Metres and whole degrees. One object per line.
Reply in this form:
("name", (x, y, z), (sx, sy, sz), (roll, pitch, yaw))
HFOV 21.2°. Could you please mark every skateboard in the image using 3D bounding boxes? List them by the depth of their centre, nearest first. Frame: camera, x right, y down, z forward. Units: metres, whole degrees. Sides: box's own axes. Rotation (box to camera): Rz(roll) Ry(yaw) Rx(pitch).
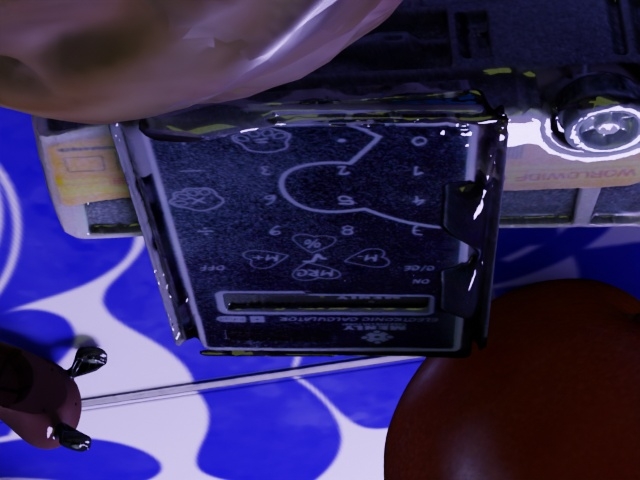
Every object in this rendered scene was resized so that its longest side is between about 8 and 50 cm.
("skateboard", (-0.210, 0.083, 1.040), (0.151, 0.067, 0.080), (25, 147, -27))

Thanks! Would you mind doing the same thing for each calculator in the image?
("calculator", (0.000, 0.001, 0.796), (0.166, 0.028, 0.274), (-2, 155, 2))

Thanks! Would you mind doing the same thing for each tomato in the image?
("tomato", (0.157, 0.149, 0.988), (0.224, 0.256, 0.256), (-33, 142, 1))

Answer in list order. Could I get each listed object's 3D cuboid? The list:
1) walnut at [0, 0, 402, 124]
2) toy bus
("walnut", (-0.042, -0.200, 0.422), (0.306, 0.306, 0.344), (24, 125, -34))
("toy bus", (0.040, -0.063, 0.802), (0.343, 0.097, 0.138), (-1, 148, -3))
